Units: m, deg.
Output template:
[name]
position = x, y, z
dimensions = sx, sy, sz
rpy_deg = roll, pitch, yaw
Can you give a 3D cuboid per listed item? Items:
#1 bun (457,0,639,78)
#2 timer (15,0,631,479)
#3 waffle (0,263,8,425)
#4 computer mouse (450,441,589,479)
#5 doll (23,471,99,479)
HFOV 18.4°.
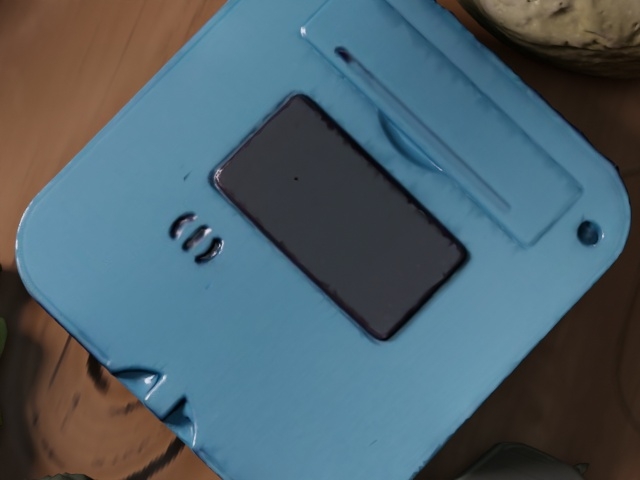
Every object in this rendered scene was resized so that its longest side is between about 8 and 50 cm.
[bun]
position = 0.154, -0.195, 1.049
dimensions = 0.237, 0.116, 0.210
rpy_deg = 18, 75, -2
[timer]
position = 0.000, 0.000, 1.003
dimensions = 0.232, 0.091, 0.250
rpy_deg = 45, 79, 3
[waffle]
position = -0.268, 0.083, 0.956
dimensions = 0.223, 0.054, 0.204
rpy_deg = 11, 77, -7
[computer mouse]
position = 0.082, 0.154, 0.970
dimensions = 0.089, 0.056, 0.182
rpy_deg = 40, 37, 16
[doll]
position = -0.171, 0.256, 0.849
dimensions = 0.350, 0.247, 0.247
rpy_deg = -25, 83, -3
